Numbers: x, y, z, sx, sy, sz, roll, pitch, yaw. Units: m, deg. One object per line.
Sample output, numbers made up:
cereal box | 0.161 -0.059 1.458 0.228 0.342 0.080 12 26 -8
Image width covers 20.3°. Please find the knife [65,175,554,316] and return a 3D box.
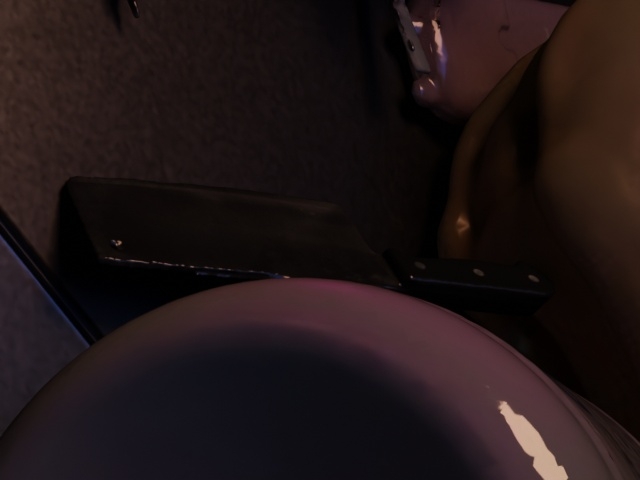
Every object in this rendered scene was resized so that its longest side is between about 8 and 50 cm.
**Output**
knife | 0.000 0.000 0.827 0.245 0.019 0.072 8 35 -31

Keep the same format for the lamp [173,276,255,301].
lamp | -0.046 0.061 0.780 0.041 0.054 0.121 39 48 -32

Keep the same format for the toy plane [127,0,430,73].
toy plane | 0.012 -0.189 0.912 0.273 0.107 0.182 8 62 -41

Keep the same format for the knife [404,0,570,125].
knife | 0.179 -0.110 1.125 0.398 0.038 0.132 1 72 -47

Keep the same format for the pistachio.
pistachio | 0.260 0.055 0.987 0.445 0.281 0.365 44 59 -11

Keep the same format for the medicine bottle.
medicine bottle | 0.030 0.158 0.645 0.302 0.241 0.241 34 48 -62
